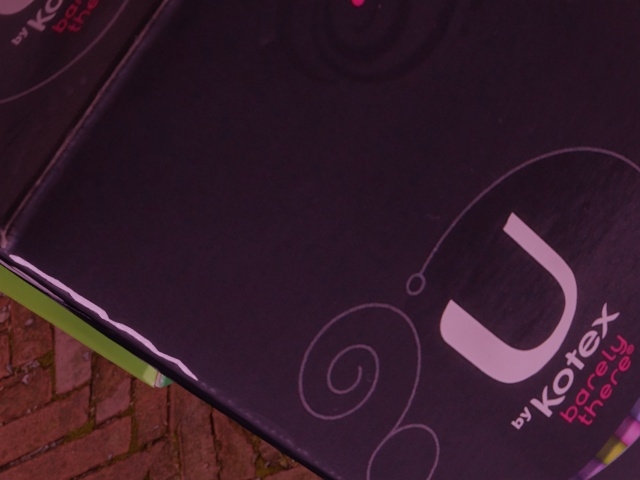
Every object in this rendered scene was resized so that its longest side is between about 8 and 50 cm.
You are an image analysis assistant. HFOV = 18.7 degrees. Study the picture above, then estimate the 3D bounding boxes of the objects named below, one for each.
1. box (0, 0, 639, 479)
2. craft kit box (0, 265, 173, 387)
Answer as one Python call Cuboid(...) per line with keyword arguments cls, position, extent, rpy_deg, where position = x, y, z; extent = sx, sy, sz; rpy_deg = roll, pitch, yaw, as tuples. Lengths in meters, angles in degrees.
Cuboid(cls="box", position=(0.009, -0.023, 0.572), extent=(0.143, 0.165, 0.270), rpy_deg=(28, 172, 48))
Cuboid(cls="craft kit box", position=(-0.083, -0.050, 0.800), extent=(0.250, 0.061, 0.246), rpy_deg=(29, -151, 23))
